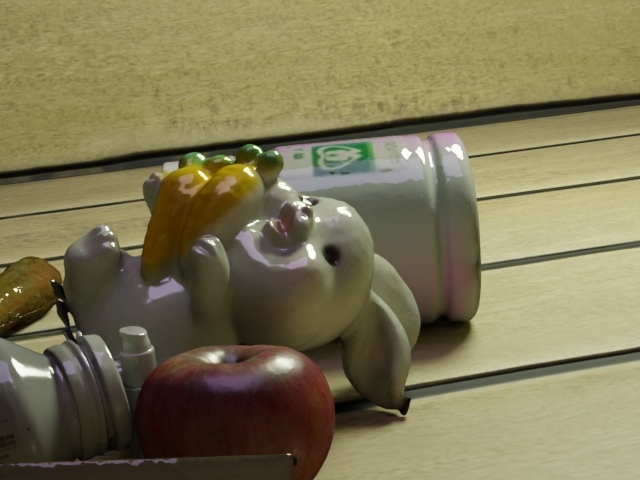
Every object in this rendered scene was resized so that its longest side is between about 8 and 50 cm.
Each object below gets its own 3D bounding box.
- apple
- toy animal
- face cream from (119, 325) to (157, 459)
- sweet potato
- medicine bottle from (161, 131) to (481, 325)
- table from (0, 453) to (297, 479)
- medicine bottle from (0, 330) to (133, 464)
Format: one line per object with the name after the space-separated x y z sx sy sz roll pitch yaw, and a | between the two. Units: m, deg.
-0.063 0.142 1.036 0.153 0.120 0.153 -6 6 1 | apple
-0.067 0.057 1.205 0.310 0.247 0.183 -22 30 -7 | toy animal
-0.141 0.131 1.086 0.034 0.130 0.034 -6 18 2 | face cream
-0.381 0.082 1.602 0.075 0.075 0.273 -1 17 18 | sweet potato
0.000 0.000 1.468 0.325 0.212 0.212 -7 12 -1 | medicine bottle
-0.114 0.190 0.795 0.227 0.167 0.167 1 10 -16 | table
-0.257 0.145 1.019 0.215 0.135 0.135 -18 15 -20 | medicine bottle
